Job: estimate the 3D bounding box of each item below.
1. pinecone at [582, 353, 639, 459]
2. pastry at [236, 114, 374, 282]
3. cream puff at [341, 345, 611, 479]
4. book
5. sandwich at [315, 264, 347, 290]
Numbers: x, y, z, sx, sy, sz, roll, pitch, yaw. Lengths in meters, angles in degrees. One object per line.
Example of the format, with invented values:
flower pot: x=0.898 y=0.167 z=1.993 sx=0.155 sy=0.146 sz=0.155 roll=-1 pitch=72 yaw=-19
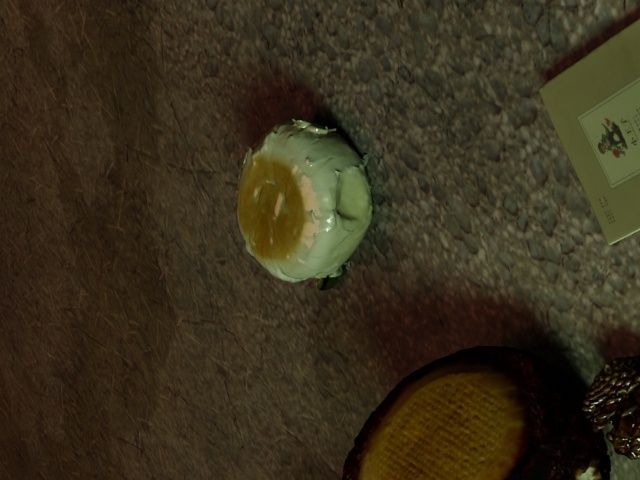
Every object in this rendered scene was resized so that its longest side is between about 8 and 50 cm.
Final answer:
pinecone: x=0.247 y=0.130 z=1.403 sx=0.083 sy=0.077 sz=0.077 roll=48 pitch=156 yaw=-10
pastry: x=-0.018 y=-0.041 z=1.742 sx=0.166 sy=0.088 sz=0.165 roll=12 pitch=106 yaw=46
cream puff: x=0.136 y=0.207 z=1.510 sx=0.165 sy=0.239 sz=0.239 roll=46 pitch=169 yaw=-35
book: x=0.240 y=-0.085 z=1.324 sx=0.138 sy=0.016 sz=0.199 roll=67 pitch=153 yaw=5
sandwich: x=0.000 y=-0.003 z=1.827 sx=0.101 sy=0.026 sz=0.069 roll=70 pitch=158 yaw=8
